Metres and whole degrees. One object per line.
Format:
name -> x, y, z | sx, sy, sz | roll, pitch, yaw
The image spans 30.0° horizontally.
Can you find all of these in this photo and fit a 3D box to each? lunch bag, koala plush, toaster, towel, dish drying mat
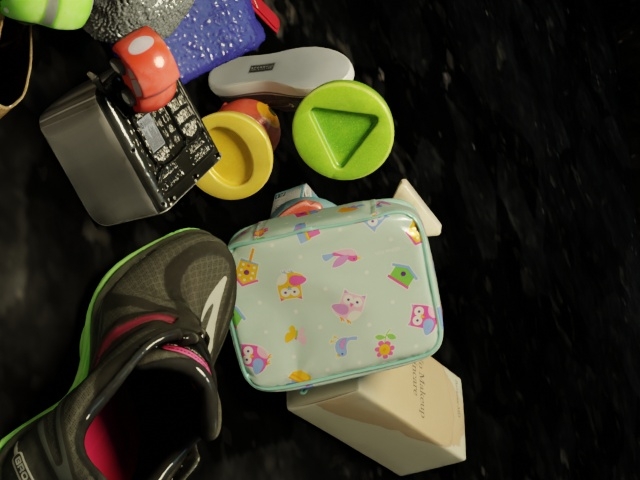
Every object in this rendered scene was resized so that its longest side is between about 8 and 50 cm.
lunch bag -> 0.012, 0.075, 1.529 | 0.108, 0.279, 0.224 | -79, 156, -75
koala plush -> -0.233, -0.333, 1.318 | 0.221, 0.196, 0.203 | 81, -15, -80
toaster -> -0.222, -0.127, 1.400 | 0.185, 0.110, 0.168 | 63, 29, -17
towel -> -0.217, -0.355, 1.543 | 0.228, 0.076, 0.308 | -32, 104, -34
dish drying mat -> -0.090, -0.362, 1.876 | 0.083, 0.008, 0.032 | 40, 41, -45

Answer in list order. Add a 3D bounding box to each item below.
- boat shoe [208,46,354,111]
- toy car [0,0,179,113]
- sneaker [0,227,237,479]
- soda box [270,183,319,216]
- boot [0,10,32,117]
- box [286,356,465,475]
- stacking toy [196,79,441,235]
boat shoe -> -0.048, -0.209, 1.646 | 0.076, 0.228, 0.080 | 57, 42, -44
toy car -> -0.216, -0.237, 1.218 | 0.225, 0.053, 0.239 | -4, 118, -42
sneaker -> -0.168, 0.155, 1.237 | 0.185, 0.202, 0.483 | 58, 31, -26
soda box -> 0.000, 0.000, 1.778 | 0.183, 0.058, 0.063 | 49, 36, -37
boot -> -0.342, -0.243, 1.251 | 0.112, 0.115, 0.305 | 31, 46, -46
box -> 0.086, 0.222, 1.736 | 0.311, 0.121, 0.148 | 37, 43, -47
stacking toy -> 0.000, -0.085, 1.615 | 0.309, 0.279, 0.130 | 61, 19, -18
